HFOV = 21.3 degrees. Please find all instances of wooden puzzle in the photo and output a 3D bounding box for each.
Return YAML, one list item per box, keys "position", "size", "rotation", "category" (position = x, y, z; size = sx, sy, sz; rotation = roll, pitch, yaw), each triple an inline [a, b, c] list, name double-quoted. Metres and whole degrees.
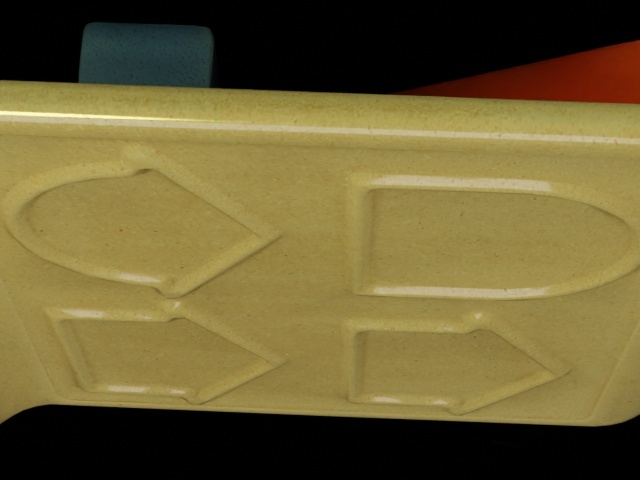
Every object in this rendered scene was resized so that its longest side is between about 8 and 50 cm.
- position: [0.000, 0.000, 0.697]
  size: [0.348, 0.080, 0.322]
  rotation: [-2, 158, -1]
  category: "wooden puzzle"
